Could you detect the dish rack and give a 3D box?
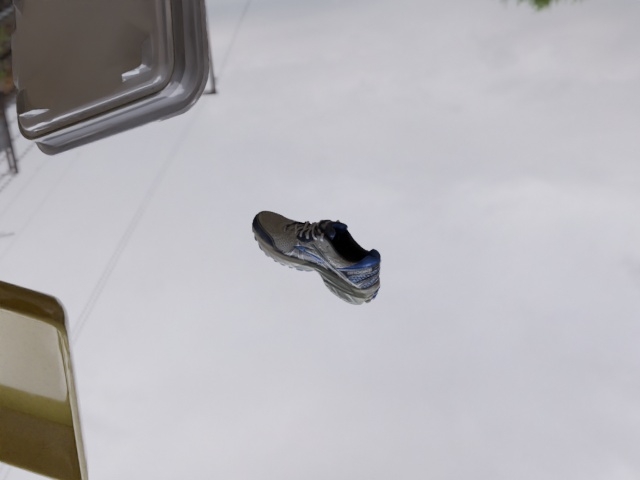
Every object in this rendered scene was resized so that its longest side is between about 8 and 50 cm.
[{"bbox_3d":[-0.297,-0.277,1.197,0.333,0.285,0.072,-12,168,34],"label":"dish rack"}]

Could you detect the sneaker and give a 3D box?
[{"bbox_3d":[0.000,0.000,0.828,0.135,0.058,0.052,28,-139,15],"label":"sneaker"}]

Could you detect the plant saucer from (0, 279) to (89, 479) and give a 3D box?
[{"bbox_3d":[-0.440,0.147,1.153,0.333,0.332,0.081,16,-137,9],"label":"plant saucer"}]
